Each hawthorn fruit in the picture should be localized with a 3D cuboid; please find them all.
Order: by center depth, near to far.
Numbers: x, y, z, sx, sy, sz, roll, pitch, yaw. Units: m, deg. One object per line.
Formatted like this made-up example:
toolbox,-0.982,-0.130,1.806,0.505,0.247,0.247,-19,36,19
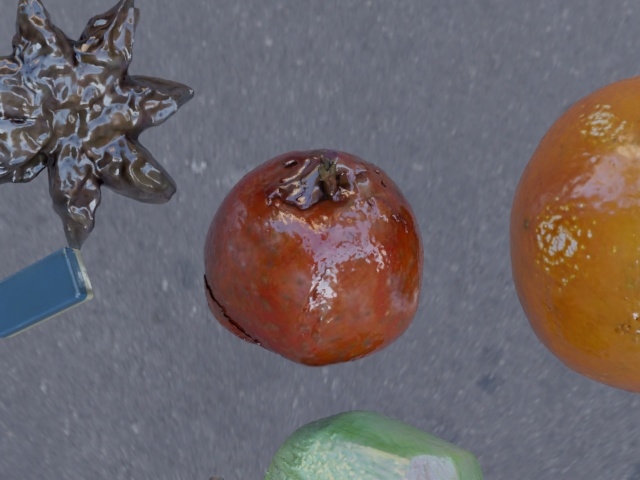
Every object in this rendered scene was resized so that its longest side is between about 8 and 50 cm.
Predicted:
hawthorn fruit,0.000,0.000,1.716,0.276,0.307,0.276,6,52,-8

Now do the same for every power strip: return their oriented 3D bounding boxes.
power strip,-0.292,0.055,1.479,0.123,0.032,0.056,-25,76,24

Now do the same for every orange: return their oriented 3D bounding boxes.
orange,0.452,-0.006,1.870,0.424,0.326,0.424,-4,99,-26

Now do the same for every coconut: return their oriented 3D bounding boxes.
coconut,0.082,0.374,1.819,0.328,0.281,0.328,1,92,22

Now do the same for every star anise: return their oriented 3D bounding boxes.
star anise,-0.292,-0.128,1.596,0.315,0.108,0.315,-8,107,-27

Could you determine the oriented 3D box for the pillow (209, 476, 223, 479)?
pillow,-0.108,0.361,1.487,0.043,0.126,0.232,-4,83,1
